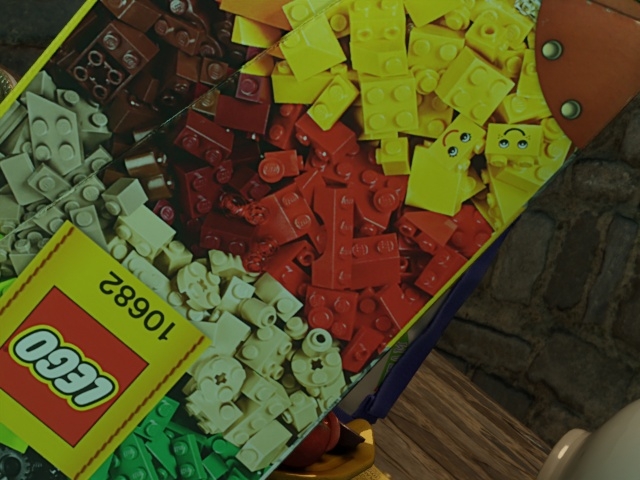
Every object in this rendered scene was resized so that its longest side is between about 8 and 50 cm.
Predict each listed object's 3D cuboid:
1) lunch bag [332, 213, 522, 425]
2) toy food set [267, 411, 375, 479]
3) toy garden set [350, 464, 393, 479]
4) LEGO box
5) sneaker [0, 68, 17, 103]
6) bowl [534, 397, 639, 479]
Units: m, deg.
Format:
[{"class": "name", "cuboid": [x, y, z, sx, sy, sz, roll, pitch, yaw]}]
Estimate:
[{"class": "lunch bag", "cuboid": [0.000, 0.000, 1.584, 0.385, 0.328, 0.239, 34, 0, 28]}, {"class": "toy food set", "cuboid": [-0.030, 0.126, 0.976, 0.128, 0.071, 0.218, 13, 4, 16]}, {"class": "toy garden set", "cuboid": [0.055, 0.236, 1.065, 0.204, 0.049, 0.244, 39, 5, 30]}, {"class": "LEGO box", "cuboid": [-0.034, -0.072, 0.788, 0.193, 0.372, 0.500, 41, 14, -8]}, {"class": "sneaker", "cuboid": [-0.343, -0.113, 1.694, 0.282, 0.099, 0.153, 45, 13, 36]}, {"class": "bowl", "cuboid": [0.228, 0.229, 1.006, 0.134, 0.298, 0.298, 21, -4, 26]}]
